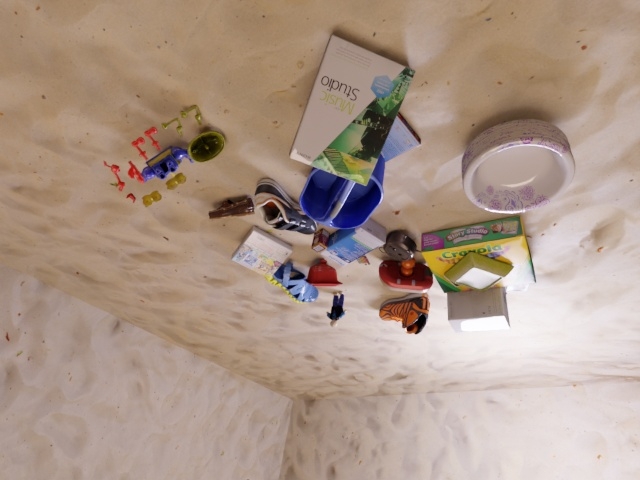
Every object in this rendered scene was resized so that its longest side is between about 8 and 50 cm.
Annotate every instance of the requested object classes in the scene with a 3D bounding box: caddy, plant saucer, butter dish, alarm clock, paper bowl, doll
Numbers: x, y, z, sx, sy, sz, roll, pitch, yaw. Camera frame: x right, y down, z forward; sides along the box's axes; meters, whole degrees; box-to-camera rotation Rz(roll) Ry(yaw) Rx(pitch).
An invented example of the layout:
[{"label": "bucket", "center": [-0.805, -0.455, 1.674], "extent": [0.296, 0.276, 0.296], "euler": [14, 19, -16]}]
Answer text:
[{"label": "caddy", "center": [0.068, -0.163, 1.310], "extent": [0.241, 0.179, 0.341], "euler": [19, 148, -8]}, {"label": "plant saucer", "center": [0.601, 0.133, 1.532], "extent": [0.188, 0.045, 0.188], "euler": [18, 143, -8]}, {"label": "butter dish", "center": [0.010, 0.146, 1.834], "extent": [0.159, 0.118, 0.160], "euler": [1, -177, -14]}, {"label": "alarm clock", "center": [0.305, 0.033, 1.622], "extent": [0.129, 0.064, 0.192], "euler": [41, 154, -21]}, {"label": "paper bowl", "center": [0.553, -0.221, 1.150], "extent": [0.284, 0.148, 0.284], "euler": [8, 145, 5]}, {"label": "doll", "center": [0.079, 0.352, 2.029], "extent": [0.129, 0.189, 0.046], "euler": [-19, 135, 34]}]

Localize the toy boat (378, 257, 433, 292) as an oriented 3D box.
[{"label": "toy boat", "center": [0.362, 0.124, 1.695], "extent": [0.231, 0.151, 0.151], "euler": [4, 127, 9]}]

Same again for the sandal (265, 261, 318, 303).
[{"label": "sandal", "center": [-0.118, 0.201, 1.937], "extent": [0.138, 0.126, 0.317], "euler": [-28, 131, 36]}]

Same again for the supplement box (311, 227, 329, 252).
[{"label": "supplement box", "center": [0.000, 0.000, 1.654], "extent": [0.043, 0.083, 0.055], "euler": [34, 138, -29]}]

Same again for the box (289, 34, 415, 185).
[{"label": "box", "center": [0.076, -0.332, 1.062], "extent": [0.232, 0.058, 0.322], "euler": [18, 112, -10]}]

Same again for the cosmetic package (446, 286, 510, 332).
[{"label": "cosmetic package", "center": [0.666, 0.258, 1.716], "extent": [0.224, 0.224, 0.138], "euler": [-14, 138, 30]}]

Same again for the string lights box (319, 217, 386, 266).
[{"label": "string lights box", "center": [0.129, 0.006, 1.635], "extent": [0.133, 0.077, 0.259], "euler": [31, 140, -25]}]

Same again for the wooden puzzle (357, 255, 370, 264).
[{"label": "wooden puzzle", "center": [0.188, 0.087, 1.792], "extent": [0.049, 0.006, 0.083], "euler": [-9, 140, 25]}]

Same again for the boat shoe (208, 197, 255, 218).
[{"label": "boat shoe", "center": [-0.355, -0.128, 1.594], "extent": [0.206, 0.073, 0.073], "euler": [-7, 104, 18]}]

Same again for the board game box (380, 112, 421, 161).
[{"label": "board game box", "center": [0.159, -0.349, 1.181], "extent": [0.145, 0.027, 0.281], "euler": [-23, 133, 37]}]

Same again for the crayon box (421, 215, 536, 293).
[{"label": "crayon box", "center": [0.617, 0.070, 1.571], "extent": [0.362, 0.106, 0.313], "euler": [-12, 139, 29]}]

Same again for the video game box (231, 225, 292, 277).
[{"label": "video game box", "center": [-0.258, 0.055, 1.774], "extent": [0.205, 0.048, 0.187], "euler": [30, 114, -24]}]

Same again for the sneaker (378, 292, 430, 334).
[{"label": "sneaker", "center": [0.404, 0.383, 1.994], "extent": [0.124, 0.180, 0.321], "euler": [28, 141, -22]}]

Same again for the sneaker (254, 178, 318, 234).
[{"label": "sneaker", "center": [-0.134, -0.089, 1.535], "extent": [0.126, 0.128, 0.321], "euler": [-22, 135, 35]}]

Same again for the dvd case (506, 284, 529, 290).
[{"label": "dvd case", "center": [0.862, 0.186, 1.747], "extent": [0.087, 0.013, 0.119], "euler": [-1, 142, 15]}]

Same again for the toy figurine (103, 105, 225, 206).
[{"label": "toy figurine", "center": [-0.520, -0.295, 1.354], "extent": [0.362, 0.217, 0.191], "euler": [-38, 118, -7]}]
